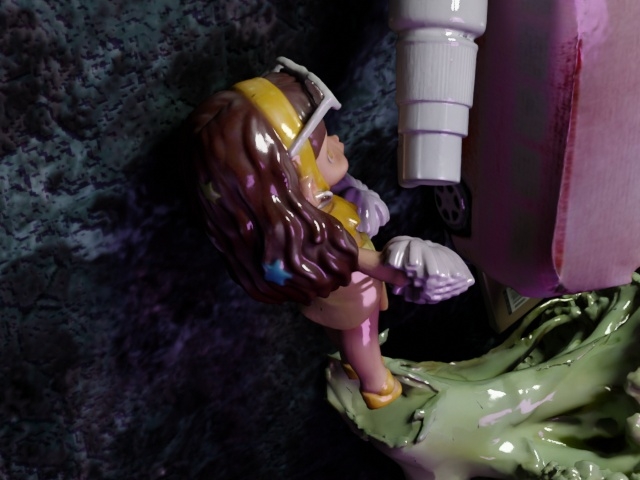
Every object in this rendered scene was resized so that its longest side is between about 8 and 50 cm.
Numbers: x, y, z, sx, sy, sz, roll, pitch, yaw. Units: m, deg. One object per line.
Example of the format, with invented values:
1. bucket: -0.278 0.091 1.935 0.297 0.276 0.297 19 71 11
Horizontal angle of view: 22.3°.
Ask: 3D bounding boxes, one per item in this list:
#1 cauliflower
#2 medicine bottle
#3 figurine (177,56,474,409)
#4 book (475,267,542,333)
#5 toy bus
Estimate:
1. cauliflower: 0.174 0.170 1.218 0.281 0.260 0.327 -8 123 -40
2. medicine bottle: 0.068 -0.144 1.014 0.061 0.092 0.220 4 86 -15
3. figurine: -0.001 -0.001 1.026 0.116 0.175 0.240 -40 124 -4
4. book: 0.197 -0.029 1.293 0.199 0.016 0.138 -37 136 -18
5. toy bus: 0.159 -0.101 1.107 0.127 0.147 0.302 -17 122 -26
